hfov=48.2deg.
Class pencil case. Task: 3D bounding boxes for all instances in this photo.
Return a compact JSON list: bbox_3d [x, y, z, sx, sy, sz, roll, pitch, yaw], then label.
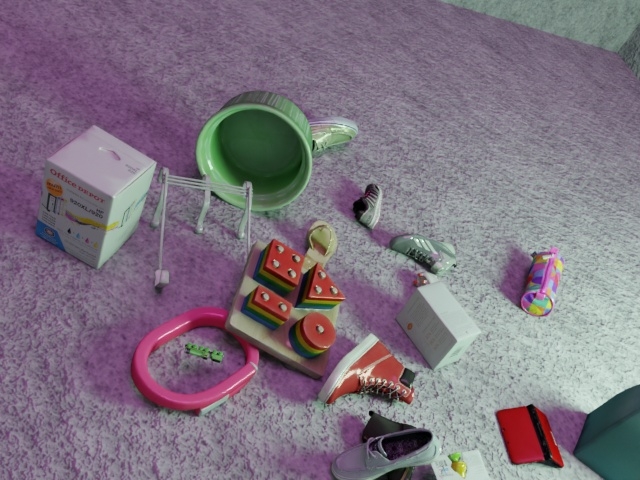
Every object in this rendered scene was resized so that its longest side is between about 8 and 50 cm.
[{"bbox_3d":[0.652,0.121,2.100,0.104,0.104,0.236,30,42,3],"label":"pencil case"}]

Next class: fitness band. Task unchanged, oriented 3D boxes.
[{"bbox_3d":[-0.256,0.247,1.503,0.209,0.054,0.291,44,42,17],"label":"fitness band"}]

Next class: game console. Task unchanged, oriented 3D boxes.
[{"bbox_3d":[0.503,0.476,1.717,0.124,0.085,0.144,39,30,-39],"label":"game console"}]

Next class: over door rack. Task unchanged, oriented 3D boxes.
[{"bbox_3d":[-0.283,-0.010,1.728,0.240,0.108,0.324,7,59,-23],"label":"over door rack"}]

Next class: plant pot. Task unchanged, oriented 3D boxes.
[{"bbox_3d":[0.761,0.457,1.710,0.166,0.234,0.165,38,42,10],"label":"plant pot"}]

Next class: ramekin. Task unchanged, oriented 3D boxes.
[{"bbox_3d":[-0.163,-0.243,1.880,0.303,0.303,0.148,23,33,-6],"label":"ramekin"}]

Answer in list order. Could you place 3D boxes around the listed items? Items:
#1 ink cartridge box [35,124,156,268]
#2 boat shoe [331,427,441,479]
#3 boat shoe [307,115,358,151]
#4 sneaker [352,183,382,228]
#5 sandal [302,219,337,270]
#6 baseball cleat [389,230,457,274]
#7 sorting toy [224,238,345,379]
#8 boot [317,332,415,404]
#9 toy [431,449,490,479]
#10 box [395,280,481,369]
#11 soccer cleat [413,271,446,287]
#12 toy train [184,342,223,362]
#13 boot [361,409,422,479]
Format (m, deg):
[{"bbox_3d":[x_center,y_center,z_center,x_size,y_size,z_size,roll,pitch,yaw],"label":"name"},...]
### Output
[{"bbox_3d":[-0.499,-0.096,1.583,0.171,0.232,0.168,30,40,2],"label":"ink cartridge box"},{"bbox_3d":[0.126,0.422,1.438,0.228,0.081,0.079,-15,44,6],"label":"boat shoe"},{"bbox_3d":[-0.023,-0.313,2.186,0.302,0.109,0.094,-5,66,-21],"label":"boat shoe"},{"bbox_3d":[0.132,-0.111,2.075,0.075,0.063,0.170,23,45,-16],"label":"sneaker"},{"bbox_3d":[0.006,0.003,1.877,0.088,0.079,0.240,25,41,-4],"label":"sandal"},{"bbox_3d":[0.295,0.038,2.009,0.206,0.072,0.109,6,52,-18],"label":"baseball cleat"},{"bbox_3d":[-0.058,0.141,1.633,0.255,0.089,0.257,32,43,-18],"label":"sorting toy"},{"bbox_3d":[0.116,0.327,1.604,0.176,0.088,0.244,42,39,13],"label":"boot"},{"bbox_3d":[0.311,0.562,1.488,0.137,0.056,0.237,2,54,-28],"label":"toy"},{"bbox_3d":[0.290,0.210,1.783,0.091,0.130,0.170,-12,55,-36],"label":"box"},{"bbox_3d":[0.316,0.158,1.903,0.076,0.068,0.196,6,43,-28],"label":"soccer cleat"},{"bbox_3d":[-0.241,0.233,1.477,0.083,0.017,0.023,17,51,-9],"label":"toy train"},{"bbox_3d":[0.131,0.461,1.502,0.137,0.077,0.198,20,43,15],"label":"boot"}]
